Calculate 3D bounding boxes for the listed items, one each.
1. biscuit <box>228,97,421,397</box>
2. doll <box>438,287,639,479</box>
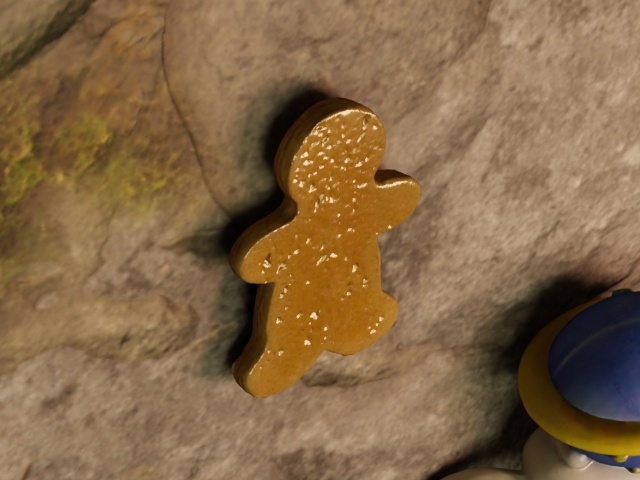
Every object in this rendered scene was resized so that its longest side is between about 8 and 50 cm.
[{"bbox_3d":[-0.001,-0.001,1.406,0.158,0.035,0.240,-23,135,-32],"label":"biscuit"},{"bbox_3d":[0.219,0.148,1.672,0.311,0.159,0.242,-16,149,-2],"label":"doll"}]
